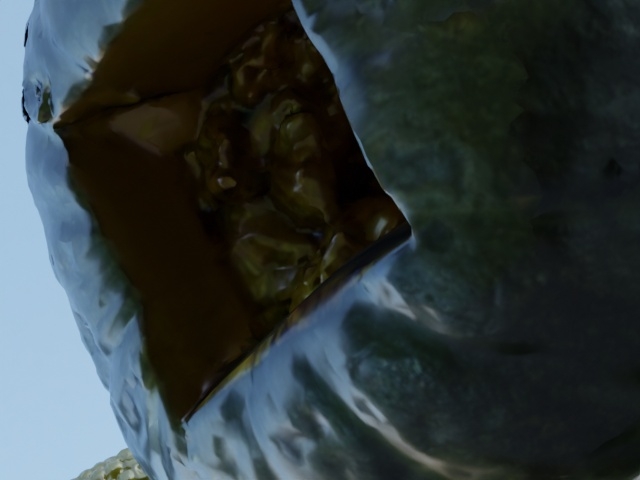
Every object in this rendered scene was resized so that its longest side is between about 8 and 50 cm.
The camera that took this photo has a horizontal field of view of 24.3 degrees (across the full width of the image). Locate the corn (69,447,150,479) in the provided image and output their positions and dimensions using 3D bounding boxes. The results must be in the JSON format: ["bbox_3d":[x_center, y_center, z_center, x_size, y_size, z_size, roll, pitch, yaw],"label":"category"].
[{"bbox_3d":[-0.144,0.196,0.855,0.262,0.097,0.097,-34,-47,-1],"label":"corn"}]

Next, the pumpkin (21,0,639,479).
[{"bbox_3d":[0.026,-0.032,0.538,0.192,0.320,0.320,-10,-52,-49],"label":"pumpkin"}]
